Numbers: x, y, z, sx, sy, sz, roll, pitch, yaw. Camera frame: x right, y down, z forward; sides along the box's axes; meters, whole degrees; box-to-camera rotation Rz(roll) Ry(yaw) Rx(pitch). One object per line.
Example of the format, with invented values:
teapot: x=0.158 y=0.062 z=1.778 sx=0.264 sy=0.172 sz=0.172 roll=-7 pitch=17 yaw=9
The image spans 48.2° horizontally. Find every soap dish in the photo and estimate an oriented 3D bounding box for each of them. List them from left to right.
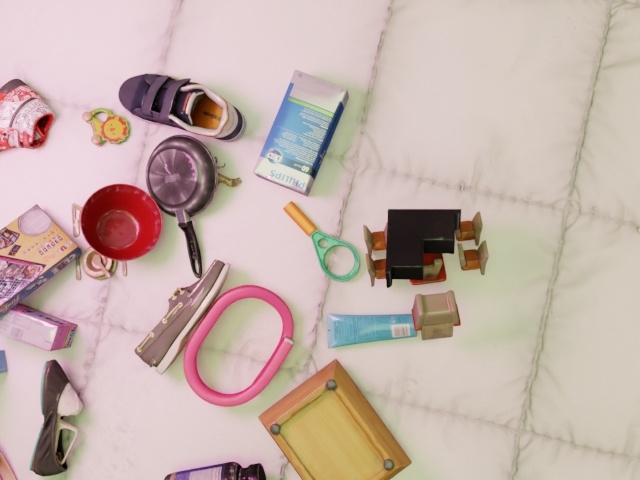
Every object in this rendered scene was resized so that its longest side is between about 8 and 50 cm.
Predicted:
soap dish: x=0.029 y=0.451 z=1.601 sx=0.229 sy=0.118 sz=0.290 roll=-37 pitch=83 yaw=2

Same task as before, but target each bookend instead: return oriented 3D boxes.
bookend: x=0.218 y=0.016 z=1.507 sx=0.157 sy=0.072 sz=0.156 roll=0 pitch=59 yaw=9

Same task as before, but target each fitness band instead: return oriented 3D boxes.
fitness band: x=-0.187 y=0.242 z=1.640 sx=0.209 sy=0.054 sz=0.290 roll=33 pitch=89 yaw=-8

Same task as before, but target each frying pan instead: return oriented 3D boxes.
frying pan: x=-0.346 y=-0.087 z=1.685 sx=0.197 sy=0.053 sz=0.326 roll=16 pitch=101 yaw=20

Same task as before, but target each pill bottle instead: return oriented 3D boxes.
pill bottle: x=-0.235 y=0.569 z=1.615 sx=0.219 sy=0.123 sz=0.122 roll=-11 pitch=86 yaw=4

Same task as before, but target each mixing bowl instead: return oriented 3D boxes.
mixing bowl: x=-0.467 y=-0.034 z=1.667 sx=0.182 sy=0.098 sz=0.181 roll=4 pitch=79 yaw=-21

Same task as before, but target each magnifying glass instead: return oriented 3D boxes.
magnifying glass: x=0.000 y=0.000 z=1.675 sx=0.092 sy=0.026 sz=0.231 roll=-43 pitch=83 yaw=2

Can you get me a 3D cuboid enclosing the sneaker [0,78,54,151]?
sneaker: x=-0.765 y=-0.248 z=1.723 sx=0.145 sy=0.090 sz=0.270 roll=41 pitch=88 yaw=8

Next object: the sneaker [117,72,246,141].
sneaker: x=-0.336 y=-0.324 z=1.674 sx=0.321 sy=0.127 sz=0.126 roll=16 pitch=90 yaw=7

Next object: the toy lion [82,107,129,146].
toy lion: x=-0.515 y=-0.277 z=1.735 sx=0.096 sy=0.034 sz=0.100 roll=-23 pitch=85 yaw=-4

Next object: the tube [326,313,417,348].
tube: x=0.117 y=0.202 z=1.644 sx=0.207 sy=0.052 sz=0.080 roll=-4 pitch=77 yaw=8

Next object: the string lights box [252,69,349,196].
string lights box: x=-0.044 y=-0.248 z=1.667 sx=0.133 sy=0.077 sz=0.259 roll=23 pitch=89 yaw=6

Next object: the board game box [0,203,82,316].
board game box: x=-0.708 y=0.047 z=1.666 sx=0.165 sy=0.042 sz=0.243 roll=42 pitch=68 yaw=17

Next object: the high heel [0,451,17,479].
high heel: x=-0.722 y=0.580 z=1.679 sx=0.244 sy=0.082 sz=0.117 roll=32 pitch=100 yaw=19

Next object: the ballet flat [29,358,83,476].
ballet flat: x=-0.611 y=0.417 z=1.679 sx=0.096 sy=0.095 sz=0.280 roll=9 pitch=98 yaw=-4

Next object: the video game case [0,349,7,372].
video game case: x=-0.892 y=0.300 z=1.613 sx=0.245 sy=0.269 sz=0.061 roll=-9 pitch=84 yaw=4

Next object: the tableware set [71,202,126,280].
tableware set: x=-0.540 y=-0.003 z=1.715 sx=0.128 sy=0.039 sz=0.194 roll=-6 pitch=86 yaw=5

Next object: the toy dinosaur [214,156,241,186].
toy dinosaur: x=-0.284 y=-0.147 z=1.694 sx=0.183 sy=0.053 sz=0.092 roll=-11 pitch=87 yaw=4

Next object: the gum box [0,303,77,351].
gum box: x=-0.688 y=0.198 z=1.682 sx=0.189 sy=0.107 sz=0.062 roll=18 pitch=88 yaw=6

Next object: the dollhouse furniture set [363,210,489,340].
dollhouse furniture set: x=0.238 y=0.075 z=1.593 sx=0.262 sy=0.135 sz=0.259 roll=-7 pitch=59 yaw=4

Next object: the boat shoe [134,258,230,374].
boat shoe: x=-0.317 y=0.164 z=1.652 sx=0.091 sy=0.109 sz=0.305 roll=34 pitch=94 yaw=1
